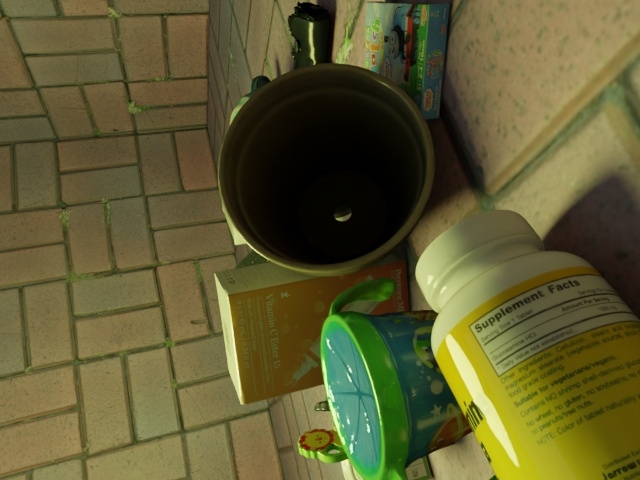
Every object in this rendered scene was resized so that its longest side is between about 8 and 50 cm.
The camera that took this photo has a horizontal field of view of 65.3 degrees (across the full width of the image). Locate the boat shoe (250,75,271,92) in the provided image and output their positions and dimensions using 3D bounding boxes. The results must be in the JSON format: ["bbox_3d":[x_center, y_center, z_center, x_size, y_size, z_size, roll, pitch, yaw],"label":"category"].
[{"bbox_3d":[-0.137,-0.387,1.551,0.089,0.109,0.258,13,128,64],"label":"boat shoe"}]

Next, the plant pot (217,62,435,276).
[{"bbox_3d":[0.025,-0.081,0.854,0.280,0.323,0.323,56,-162,-73],"label":"plant pot"}]

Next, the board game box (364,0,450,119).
[{"bbox_3d":[0.130,-0.298,0.810,0.211,0.039,0.160,-128,32,-58],"label":"board game box"}]

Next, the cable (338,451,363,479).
[{"bbox_3d":[0.110,0.517,1.224,0.257,0.089,0.257,102,154,-49],"label":"cable"}]

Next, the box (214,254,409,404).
[{"bbox_3d":[-0.014,0.151,0.987,0.168,0.345,0.215,-152,54,-68],"label":"box"}]

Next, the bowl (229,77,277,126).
[{"bbox_3d":[-0.136,-0.281,1.352,0.311,0.163,0.312,37,135,47],"label":"bowl"}]

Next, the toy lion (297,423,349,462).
[{"bbox_3d":[0.010,0.368,0.900,0.100,0.096,0.034,-156,57,-69],"label":"toy lion"}]

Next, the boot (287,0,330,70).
[{"bbox_3d":[-0.017,-0.400,1.125,0.207,0.094,0.247,93,166,-45],"label":"boot"}]

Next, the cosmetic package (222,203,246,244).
[{"bbox_3d":[-0.191,-0.114,1.615,0.225,0.224,0.138,-121,27,-49],"label":"cosmetic package"}]

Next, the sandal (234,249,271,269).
[{"bbox_3d":[-0.117,0.045,1.539,0.445,0.107,0.168,-30,84,46],"label":"sandal"}]

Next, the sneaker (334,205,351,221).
[{"bbox_3d":[0.000,0.000,1.250,0.295,0.123,0.179,5,115,60],"label":"sneaker"}]

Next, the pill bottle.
[{"bbox_3d":[0.226,0.135,0.482,0.188,0.187,0.334,100,154,-47],"label":"pill bottle"}]

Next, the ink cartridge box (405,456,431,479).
[{"bbox_3d":[0.156,0.394,1.051,0.109,0.062,0.209,121,137,-65],"label":"ink cartridge box"}]

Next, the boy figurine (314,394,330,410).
[{"bbox_3d":[0.043,0.262,1.199,0.177,0.092,0.285,134,140,-68],"label":"boy figurine"}]

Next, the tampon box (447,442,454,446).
[{"bbox_3d":[0.138,0.328,0.909,0.101,0.161,0.121,133,124,-69],"label":"tampon box"}]

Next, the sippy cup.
[{"bbox_3d":[0.141,0.199,0.725,0.240,0.224,0.306,151,109,-71],"label":"sippy cup"}]
